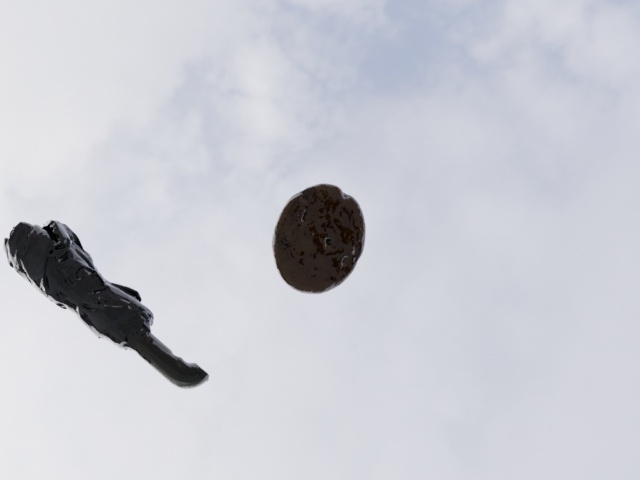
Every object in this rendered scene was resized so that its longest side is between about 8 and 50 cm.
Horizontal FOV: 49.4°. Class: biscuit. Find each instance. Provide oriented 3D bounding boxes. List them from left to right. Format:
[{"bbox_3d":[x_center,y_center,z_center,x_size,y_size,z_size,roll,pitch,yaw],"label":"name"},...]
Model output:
[{"bbox_3d":[0.000,0.000,1.297,0.212,0.036,0.212,-9,-74,-32],"label":"biscuit"}]

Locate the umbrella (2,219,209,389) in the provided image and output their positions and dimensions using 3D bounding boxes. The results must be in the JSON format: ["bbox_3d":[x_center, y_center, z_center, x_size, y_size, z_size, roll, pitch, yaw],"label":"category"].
[{"bbox_3d":[-0.212,0.063,0.682,0.248,0.071,0.071,39,-92,14],"label":"umbrella"}]
